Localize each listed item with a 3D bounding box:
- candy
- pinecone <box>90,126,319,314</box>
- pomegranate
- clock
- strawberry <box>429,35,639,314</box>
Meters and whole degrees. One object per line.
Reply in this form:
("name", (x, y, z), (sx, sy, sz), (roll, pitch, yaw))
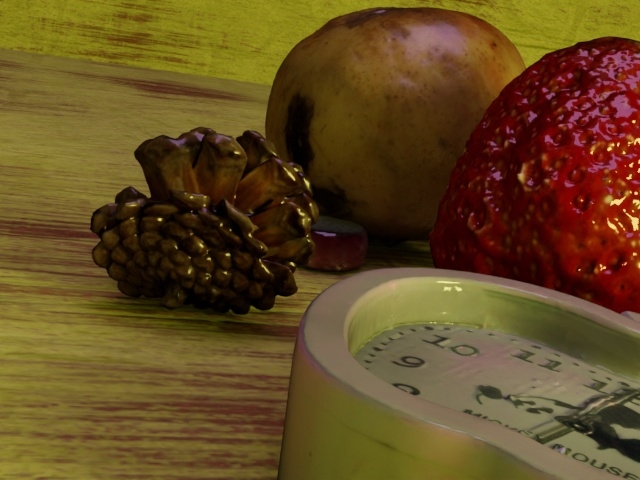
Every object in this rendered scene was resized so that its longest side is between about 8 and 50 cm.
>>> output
("candy", (0.000, 0.000, 0.974), (0.103, 0.043, 0.103), (8, 14, -2))
("pinecone", (-0.088, -0.018, 0.776), (0.179, 0.150, 0.195), (6, 10, 13))
("pomegranate", (0.087, -0.134, 1.084), (0.322, 0.322, 0.322), (9, 14, -2))
("clock", (0.138, 0.111, 0.509), (0.338, 0.102, 0.338), (9, 13, -2))
("strawberry", (0.237, -0.038, 0.815), (0.257, 0.277, 0.257), (12, 12, -3))
